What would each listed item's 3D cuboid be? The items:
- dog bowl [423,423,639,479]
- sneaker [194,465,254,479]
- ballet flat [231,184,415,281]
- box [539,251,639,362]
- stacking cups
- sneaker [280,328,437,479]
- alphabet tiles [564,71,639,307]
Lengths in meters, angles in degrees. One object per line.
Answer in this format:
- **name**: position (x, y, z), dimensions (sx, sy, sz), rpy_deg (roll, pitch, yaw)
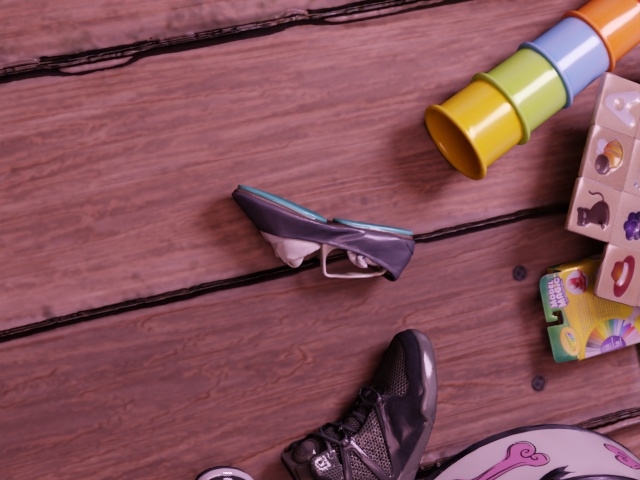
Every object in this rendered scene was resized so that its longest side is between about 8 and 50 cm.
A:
- **dog bowl**: position (0.248, 0.407, 1.461), dimensions (0.408, 0.150, 0.408), rpy_deg (-5, 102, -23)
- **sneaker**: position (-0.071, 0.345, 1.430), dimensions (0.084, 0.097, 0.235), rpy_deg (-15, 98, -14)
- **ballet flat**: position (0.000, 0.000, 1.440), dimensions (0.203, 0.074, 0.074), rpy_deg (15, 90, -18)
- **box**: position (0.324, 0.065, 1.546), dimensions (0.179, 0.043, 0.105), rpy_deg (-14, 98, -16)
- **stacking cups**: position (0.255, -0.193, 1.493), dimensions (0.316, 0.096, 0.096), rpy_deg (-39, 103, -15)
- **sneaker**: position (0.041, 0.195, 1.455), dimensions (0.130, 0.087, 0.227), rpy_deg (15, 95, -22)
- **alphabet tiles**: position (0.418, -0.053, 1.536), dimensions (0.342, 0.011, 0.285), rpy_deg (16, 87, -28)
